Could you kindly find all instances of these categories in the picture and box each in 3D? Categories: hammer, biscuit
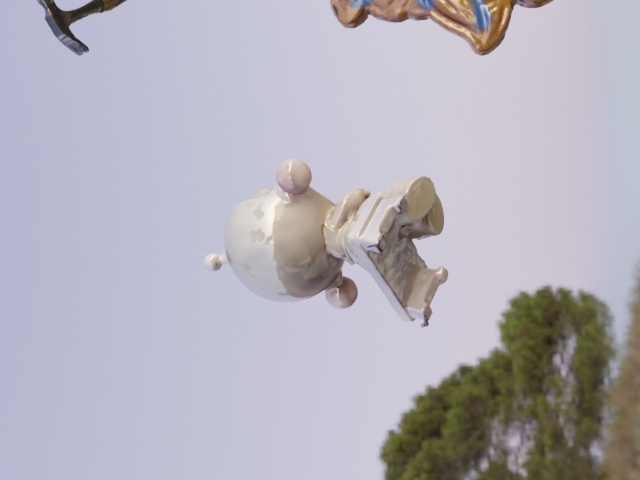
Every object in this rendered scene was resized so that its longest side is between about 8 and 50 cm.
[{"bbox_3d":[-0.250,-0.269,1.221,0.078,0.021,0.201,65,-150,-15],"label":"hammer"},{"bbox_3d":[0.130,-0.243,0.808,0.183,0.280,0.043,67,-166,9],"label":"biscuit"}]

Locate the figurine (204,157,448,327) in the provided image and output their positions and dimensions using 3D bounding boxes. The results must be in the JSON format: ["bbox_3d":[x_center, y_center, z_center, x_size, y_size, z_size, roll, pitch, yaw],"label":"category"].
[{"bbox_3d":[0.000,0.011,1.134,0.182,0.256,0.145,36,-121,-49],"label":"figurine"}]
